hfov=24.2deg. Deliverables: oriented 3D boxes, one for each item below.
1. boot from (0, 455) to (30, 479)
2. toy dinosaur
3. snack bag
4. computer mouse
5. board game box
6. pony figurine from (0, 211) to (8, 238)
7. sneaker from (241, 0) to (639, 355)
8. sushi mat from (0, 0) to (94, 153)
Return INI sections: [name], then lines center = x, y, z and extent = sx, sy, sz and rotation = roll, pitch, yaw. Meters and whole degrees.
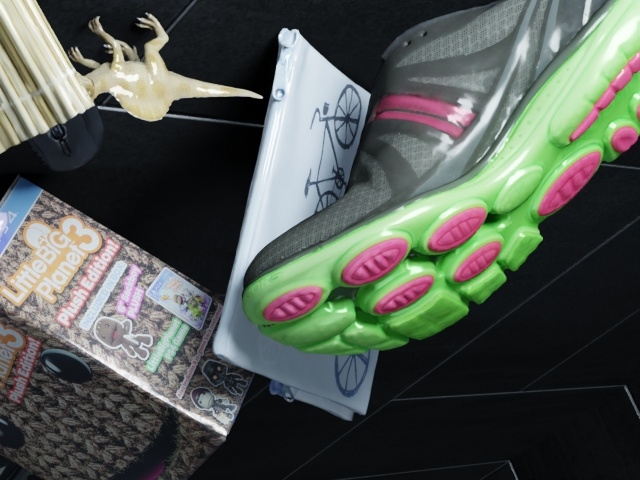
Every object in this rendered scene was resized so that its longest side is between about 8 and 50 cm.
[boot]
center = -0.547, 0.215, 1.621
extent = 0.367, 0.146, 0.445
rotation = -25, 152, 3
[toy dinosaur]
center = -0.146, -0.138, 1.250
extent = 0.183, 0.092, 0.053
rotation = -2, 150, -38
[snack bag]
center = 0.000, 0.000, 1.464
extent = 0.037, 0.323, 0.342
rotation = 8, 170, 27
[computer mouse]
center = -0.236, -0.119, 1.279
extent = 0.071, 0.041, 0.242
rotation = -21, 156, -1
[board game box]
center = -0.236, 0.117, 1.462
extent = 0.291, 0.141, 0.232
rotation = 32, 137, -9
[pony figurine]
center = -0.358, -0.068, 0.985
extent = 0.351, 0.363, 0.303
rotation = -37, 150, -6
[sneaker]
center = 0.114, -0.079, 1.359
extent = 0.483, 0.202, 0.185
rotation = -40, 142, -14
[sushi mat]
center = -0.269, -0.178, 0.828
extent = 0.151, 0.316, 0.019
rotation = -29, -170, 0
